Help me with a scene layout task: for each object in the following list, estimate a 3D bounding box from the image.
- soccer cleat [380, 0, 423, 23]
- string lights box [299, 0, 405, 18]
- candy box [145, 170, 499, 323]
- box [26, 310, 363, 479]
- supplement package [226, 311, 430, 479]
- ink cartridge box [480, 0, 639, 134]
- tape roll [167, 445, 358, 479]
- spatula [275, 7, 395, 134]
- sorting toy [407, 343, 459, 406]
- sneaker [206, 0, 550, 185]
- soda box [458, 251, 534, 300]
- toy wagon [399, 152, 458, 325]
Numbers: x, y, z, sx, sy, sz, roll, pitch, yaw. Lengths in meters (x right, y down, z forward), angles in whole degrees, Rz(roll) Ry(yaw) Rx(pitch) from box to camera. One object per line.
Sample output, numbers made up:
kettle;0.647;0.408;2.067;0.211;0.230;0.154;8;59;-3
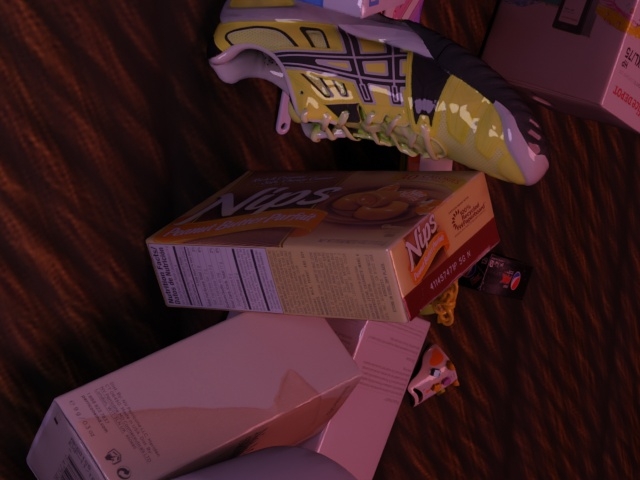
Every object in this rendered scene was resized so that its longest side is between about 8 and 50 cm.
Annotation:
soccer cleat;0.074;-0.269;1.860;0.095;0.083;0.248;-46;146;-40
string lights box;-0.044;-0.299;1.459;0.077;0.259;0.133;-27;130;-50
candy box;0.000;0.000;1.648;0.183;0.316;0.087;-37;119;-45
box;-0.125;0.178;1.631;0.311;0.121;0.148;-24;159;-33
supplement package;-0.026;0.190;1.865;0.177;0.175;0.293;26;85;-62
ink cartridge box;0.375;-0.311;2.215;0.198;0.197;0.270;17;93;-60
tape roll;-0.068;0.327;1.516;0.169;0.246;0.246;-11;116;-54
spatula;0.020;-0.233;1.802;0.168;0.019;0.242;-9;123;-35
sorting toy;0.158;0.206;2.331;0.075;0.045;0.083;-38;141;-15
sneaker;0.056;-0.144;1.613;0.147;0.384;0.145;-52;155;-12
soda box;0.253;0.048;2.372;0.169;0.053;0.060;14;95;-60
toy wagon;0.129;-0.038;1.929;0.344;0.068;0.267;-84;179;-50
